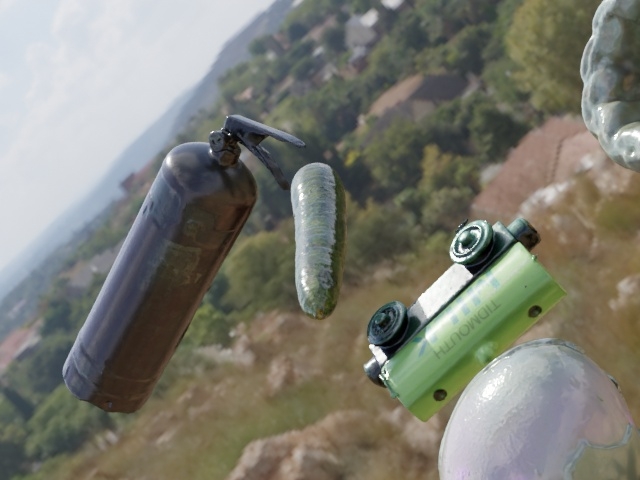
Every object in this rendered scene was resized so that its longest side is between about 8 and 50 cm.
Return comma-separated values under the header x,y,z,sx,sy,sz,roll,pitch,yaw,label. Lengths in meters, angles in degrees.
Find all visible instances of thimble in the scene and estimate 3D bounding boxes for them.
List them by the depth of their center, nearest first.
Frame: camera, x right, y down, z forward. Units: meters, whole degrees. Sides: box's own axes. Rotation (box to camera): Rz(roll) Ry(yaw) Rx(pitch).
x,y,z,sx,sy,sz,roll,pitch,yaw,label
0.452,-0.197,1.296,0.195,0.292,0.291,1,-10,-25,thimble

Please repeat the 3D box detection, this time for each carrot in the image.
x,y,z,sx,sy,sz,roll,pitch,yaw,label
0.000,0.000,1.403,0.074,0.074,0.358,-40,22,17,carrot

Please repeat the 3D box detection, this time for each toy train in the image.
x,y,z,sx,sy,sz,roll,pitch,yaw,label
0.157,0.090,1.254,0.253,0.105,0.157,-43,30,9,toy train

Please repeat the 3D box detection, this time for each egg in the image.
x,y,z,sx,sy,sz,roll,pitch,yaw,label
0.194,0.192,1.007,0.183,0.217,0.183,-5,10,1,egg

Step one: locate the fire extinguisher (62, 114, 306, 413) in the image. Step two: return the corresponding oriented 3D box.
x,y,z,sx,sy,sz,roll,pitch,yaw,label
-0.099,0.015,0.815,0.072,0.089,0.268,-15,-37,-54,fire extinguisher
